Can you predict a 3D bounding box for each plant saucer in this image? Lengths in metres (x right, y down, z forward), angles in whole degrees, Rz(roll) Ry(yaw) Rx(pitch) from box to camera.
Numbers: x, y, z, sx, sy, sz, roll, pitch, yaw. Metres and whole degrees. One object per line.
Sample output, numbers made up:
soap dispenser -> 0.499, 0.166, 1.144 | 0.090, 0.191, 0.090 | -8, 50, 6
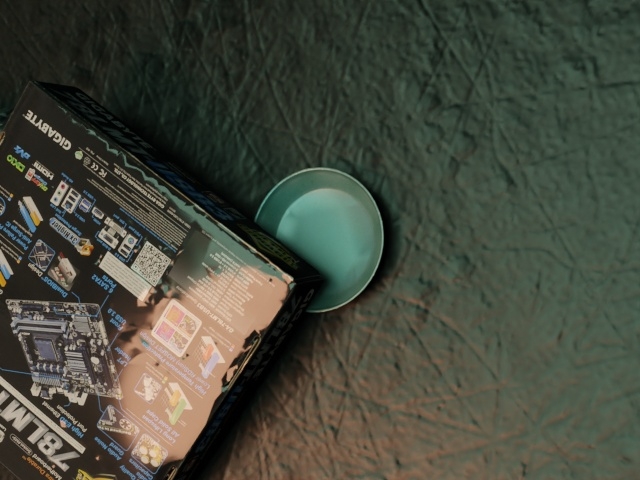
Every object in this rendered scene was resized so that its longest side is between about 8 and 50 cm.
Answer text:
plant saucer -> 0.000, 0.000, 0.878 | 0.119, 0.021, 0.119 | -3, 84, 25

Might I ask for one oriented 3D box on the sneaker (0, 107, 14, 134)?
sneaker -> -0.338, -0.057, 1.018 | 0.229, 0.086, 0.132 | 6, 111, 13

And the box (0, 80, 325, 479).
box -> -0.193, 0.065, 0.901 | 0.295, 0.073, 0.293 | 36, 105, 16
